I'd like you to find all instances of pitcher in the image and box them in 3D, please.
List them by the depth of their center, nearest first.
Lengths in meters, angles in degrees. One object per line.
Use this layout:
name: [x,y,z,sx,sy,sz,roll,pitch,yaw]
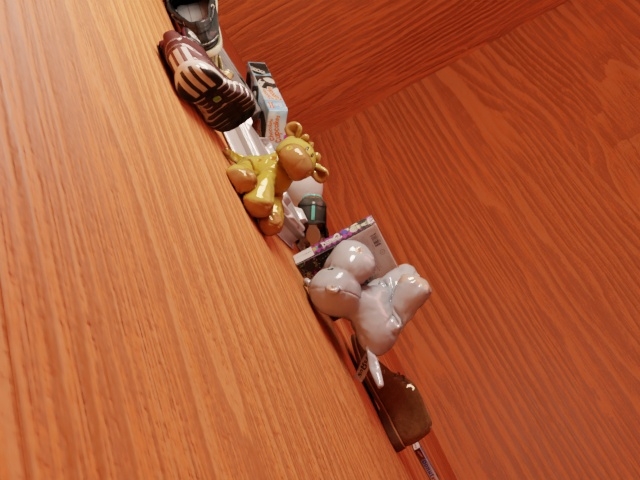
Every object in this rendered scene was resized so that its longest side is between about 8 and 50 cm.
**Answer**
pitcher: [-0.041,-0.119,1.987,0.177,0.126,0.207,-125,-162,-52]

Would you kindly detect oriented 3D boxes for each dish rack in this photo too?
dish rack: [-0.130,-0.157,1.644,0.332,0.072,0.285,65,4,19]

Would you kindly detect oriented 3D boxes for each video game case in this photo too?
video game case: [0.075,0.073,1.685,0.232,0.210,0.041,58,5,-40]

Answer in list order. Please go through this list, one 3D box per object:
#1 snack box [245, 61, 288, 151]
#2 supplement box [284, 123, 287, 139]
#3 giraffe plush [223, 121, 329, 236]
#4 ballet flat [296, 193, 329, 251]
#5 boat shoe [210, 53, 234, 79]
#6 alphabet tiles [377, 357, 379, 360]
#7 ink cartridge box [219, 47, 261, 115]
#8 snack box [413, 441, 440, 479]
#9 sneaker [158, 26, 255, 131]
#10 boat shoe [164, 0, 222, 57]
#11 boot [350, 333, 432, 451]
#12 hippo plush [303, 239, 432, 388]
snack box: [-0.166,-0.366,2.026,0.321,0.060,0.187,-114,-153,-50]
supplement box: [-0.130,-0.291,2.224,0.220,0.111,0.114,63,5,24]
giraffe plush: [-0.079,-0.136,1.395,0.181,0.171,0.210,59,5,-38]
ballet flat: [-0.026,-0.019,1.829,0.280,0.095,0.096,83,5,-65]
boat shoe: [-0.246,-0.394,1.713,0.189,0.072,0.068,65,4,29]
alphabet tiles: [0.150,0.323,2.319,0.277,0.021,0.284,63,4,7]
ink cartridge box: [-0.276,-0.492,1.924,0.275,0.060,0.238,54,7,-38]
snack box: [0.320,0.673,2.108,0.178,0.022,0.064,61,5,-20]
sneaker: [-0.222,-0.325,1.351,0.162,0.107,0.281,60,4,15]
boat shoe: [-0.324,-0.599,1.724,0.113,0.127,0.339,78,-2,-58]
boot: [0.171,0.353,1.718,0.305,0.115,0.112,63,6,23]
hippo plush: [0.072,0.132,1.573,0.237,0.294,0.234,36,-14,-16]
